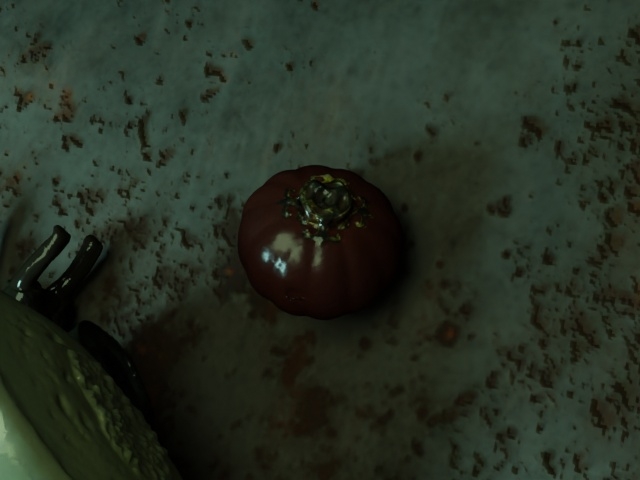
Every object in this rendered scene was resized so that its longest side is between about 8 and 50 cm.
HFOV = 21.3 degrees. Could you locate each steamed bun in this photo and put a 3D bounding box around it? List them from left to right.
[{"bbox_3d":[-0.189,0.167,0.987,0.200,0.155,0.250,-36,107,10],"label":"steamed bun"}]

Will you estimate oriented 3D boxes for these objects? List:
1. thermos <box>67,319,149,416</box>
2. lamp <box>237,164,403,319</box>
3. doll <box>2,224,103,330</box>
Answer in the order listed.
[{"bbox_3d":[-0.205,0.133,1.099,0.188,0.083,0.073,-33,58,9],"label":"thermos"},{"bbox_3d":[0.000,0.000,1.029,0.101,0.090,0.101,3,58,-5],"label":"lamp"},{"bbox_3d":[-0.231,0.061,1.151,0.139,0.057,0.165,13,90,28],"label":"doll"}]
